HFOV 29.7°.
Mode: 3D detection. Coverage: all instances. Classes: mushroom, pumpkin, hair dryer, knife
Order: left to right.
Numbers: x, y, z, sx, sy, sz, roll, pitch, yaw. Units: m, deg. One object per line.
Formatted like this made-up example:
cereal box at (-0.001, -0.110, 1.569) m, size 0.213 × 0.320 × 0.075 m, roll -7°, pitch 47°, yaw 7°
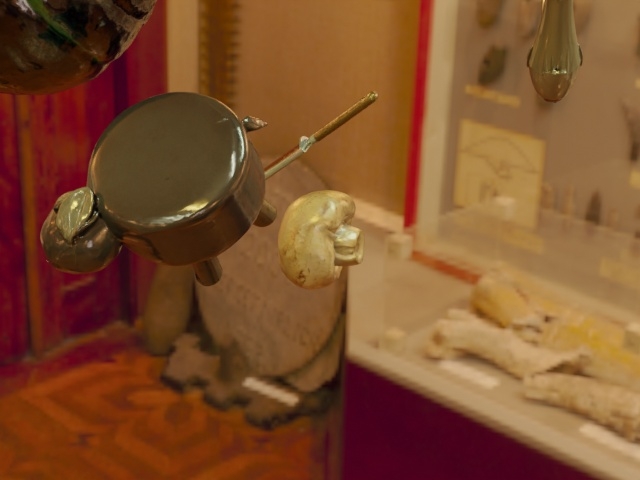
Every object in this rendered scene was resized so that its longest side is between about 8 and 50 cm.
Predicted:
pumpkin at (-0.324, -0.301, 1.279) m, size 0.315 × 0.315 × 0.238 m, roll 14°, pitch -14°, yaw 28°
knife at (-0.032, -0.169, 2.150) m, size 0.343 × 0.027 × 0.061 m, roll -33°, pitch 13°, yaw 32°
mushroom at (0.000, 0.000, 1.611) m, size 0.112 × 0.148 × 0.148 m, roll 6°, pitch 22°, yaw 15°
hair dryer at (0.372, -0.359, 1.908) m, size 0.088 × 0.225 × 0.219 m, roll 1°, pitch -18°, yaw 6°

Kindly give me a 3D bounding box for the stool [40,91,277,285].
stool at (-0.151, -0.043, 1.158) m, size 0.228 × 0.139 × 0.153 m, roll -12°, pitch 58°, yaw 8°
